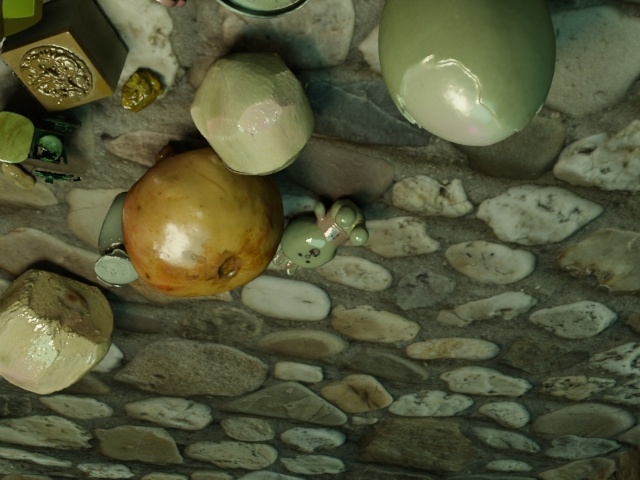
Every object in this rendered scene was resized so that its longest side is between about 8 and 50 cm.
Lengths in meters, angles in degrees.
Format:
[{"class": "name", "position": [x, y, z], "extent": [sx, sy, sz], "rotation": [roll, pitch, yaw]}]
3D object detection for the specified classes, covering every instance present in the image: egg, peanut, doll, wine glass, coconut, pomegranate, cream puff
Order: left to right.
[{"class": "peanut", "position": [-0.653, -0.141, 1.553], "extent": [0.037, 0.037, 0.083], "rotation": [-19, 131, 20]}, {"class": "coconut", "position": [-0.682, 0.231, 1.792], "extent": [0.254, 0.297, 0.297], "rotation": [-40, 127, 19]}, {"class": "wine glass", "position": [-0.429, -0.007, 1.581], "extent": [0.111, 0.205, 0.111], "rotation": [1, 139, 1]}, {"class": "cream puff", "position": [-0.346, -0.286, 1.375], "extent": [0.058, 0.083, 0.083], "rotation": [51, 142, 4]}, {"class": "pomegranate", "position": [-0.248, -0.052, 1.468], "extent": [0.337, 0.338, 0.338], "rotation": [0, 139, 0]}, {"class": "coconut", "position": [-0.125, -0.242, 1.310], "extent": [0.224, 0.224, 0.234], "rotation": [-8, 136, 8]}, {"class": "doll", "position": [0.005, -0.011, 1.663], "extent": [0.154, 0.113, 0.275], "rotation": [38, 134, -25]}, {"class": "egg", "position": [0.234, -0.299, 1.159], "extent": [0.278, 0.336, 0.278], "rotation": [-2, 145, -2]}]

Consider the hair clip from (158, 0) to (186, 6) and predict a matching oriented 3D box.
[{"class": "hair clip", "position": [-0.295, -0.428, 1.172], "extent": [0.138, 0.123, 0.102], "rotation": [-5, 111, -2]}]

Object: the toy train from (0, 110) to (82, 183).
[{"class": "toy train", "position": [-0.550, -0.172, 1.350], "extent": [0.189, 0.307, 0.127], "rotation": [1, 97, -20]}]

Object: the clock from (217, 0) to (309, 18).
[{"class": "clock", "position": [-0.095, -0.468, 1.170], "extent": [0.225, 0.049, 0.226], "rotation": [-1, 140, -1]}]

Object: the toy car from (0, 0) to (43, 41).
[{"class": "toy car", "position": [-0.527, -0.428, 1.136], "extent": [0.198, 0.204, 0.248], "rotation": [-8, 146, -28]}]

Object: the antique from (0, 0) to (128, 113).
[{"class": "antique", "position": [-0.449, -0.322, 1.259], "extent": [0.151, 0.148, 0.147], "rotation": [-12, 140, 17]}]
